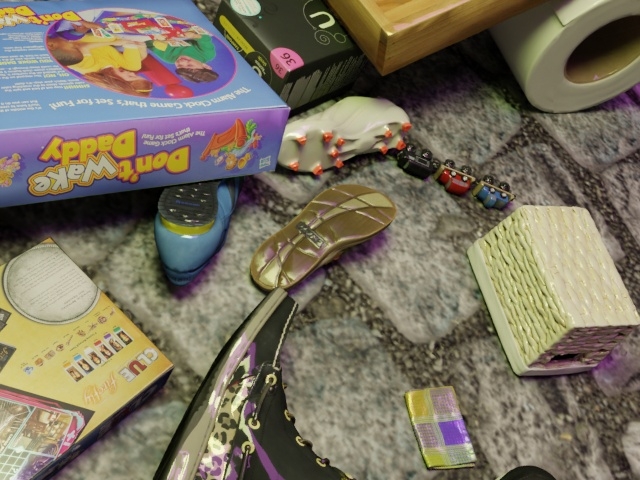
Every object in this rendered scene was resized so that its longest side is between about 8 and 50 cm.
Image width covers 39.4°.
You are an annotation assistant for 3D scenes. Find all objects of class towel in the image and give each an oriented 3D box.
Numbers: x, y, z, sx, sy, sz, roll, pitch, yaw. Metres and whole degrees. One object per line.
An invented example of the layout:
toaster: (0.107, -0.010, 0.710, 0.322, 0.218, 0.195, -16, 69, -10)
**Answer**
towel: (0.117, 0.181, 0.872, 0.060, 0.009, 0.083, 3, 55, -25)

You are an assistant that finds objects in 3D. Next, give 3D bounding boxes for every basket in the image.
basket: (0.253, 0.050, 0.975, 0.113, 0.103, 0.167, 0, 55, -27)

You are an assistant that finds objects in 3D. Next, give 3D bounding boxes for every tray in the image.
tray: (0.193, -0.356, 1.039, 0.411, 0.076, 0.203, -26, 65, -17)

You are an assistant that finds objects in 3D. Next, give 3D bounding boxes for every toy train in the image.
toy train: (0.164, -0.074, 1.074, 0.158, 0.027, 0.036, 21, 53, -11)

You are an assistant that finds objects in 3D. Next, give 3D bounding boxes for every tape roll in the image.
tape roll: (0.352, -0.313, 1.201, 0.246, 0.246, 0.169, -4, 58, -29)

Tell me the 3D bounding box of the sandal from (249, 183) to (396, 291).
sandal: (0.000, 0.000, 0.929, 0.180, 0.049, 0.072, -36, 70, -25)

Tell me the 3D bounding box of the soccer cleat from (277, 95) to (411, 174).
soccer cleat: (0.016, -0.125, 1.020, 0.196, 0.068, 0.076, -15, 49, -35)

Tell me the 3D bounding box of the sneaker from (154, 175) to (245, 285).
sneaker: (-0.119, -0.033, 0.889, 0.069, 0.082, 0.209, 10, 32, 2)

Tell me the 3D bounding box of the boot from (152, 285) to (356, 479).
boot: (-0.026, 0.171, 0.762, 0.179, 0.085, 0.236, 31, 55, -6)

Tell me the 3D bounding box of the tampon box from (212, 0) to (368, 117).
tampon box: (-0.034, -0.225, 1.038, 0.161, 0.101, 0.120, -31, 73, -39)

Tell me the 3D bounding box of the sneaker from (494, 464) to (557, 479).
sneaker: (0.167, 0.295, 0.736, 0.107, 0.124, 0.283, 36, 48, 1)

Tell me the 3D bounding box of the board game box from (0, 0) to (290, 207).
board game box: (-0.238, -0.141, 0.847, 0.347, 0.078, 0.233, -10, 44, -32)

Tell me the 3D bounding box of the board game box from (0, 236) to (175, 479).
board game box: (-0.260, 0.119, 0.710, 0.165, 0.042, 0.243, 44, 49, 10)
